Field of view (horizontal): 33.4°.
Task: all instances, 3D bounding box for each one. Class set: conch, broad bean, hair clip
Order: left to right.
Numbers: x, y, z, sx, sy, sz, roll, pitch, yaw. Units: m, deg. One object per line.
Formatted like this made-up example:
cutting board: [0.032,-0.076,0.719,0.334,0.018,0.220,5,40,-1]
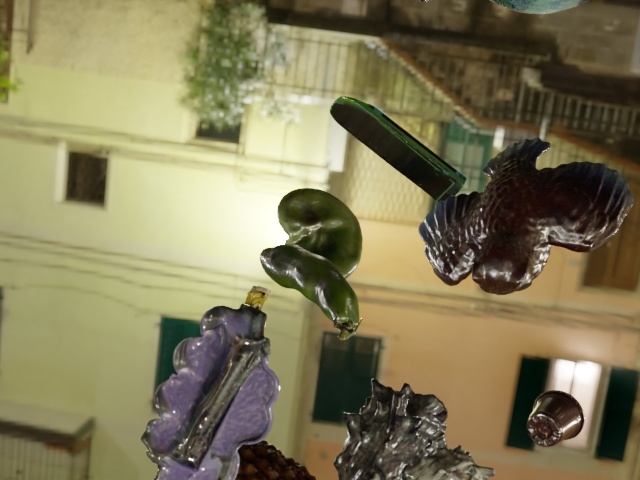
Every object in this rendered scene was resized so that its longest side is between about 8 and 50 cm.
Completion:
hair clip: [-0.096,0.157,1.018,0.124,0.195,0.052,27,173,-19]
broad bean: [-0.011,0.048,1.308,0.046,0.065,0.254,32,-178,-34]
broad bean: [-0.001,-0.001,1.909,0.153,0.206,0.072,-28,152,5]
conch: [0.141,0.357,1.611,0.241,0.313,0.186,-17,-172,3]

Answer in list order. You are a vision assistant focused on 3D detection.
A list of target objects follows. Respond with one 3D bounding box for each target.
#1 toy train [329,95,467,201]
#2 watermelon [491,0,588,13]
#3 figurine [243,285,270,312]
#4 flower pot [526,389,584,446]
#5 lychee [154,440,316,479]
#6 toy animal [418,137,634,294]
toy train: [0.106,-0.131,1.467,0.209,0.044,0.042,38,-153,1]
watermelon: [0.274,-0.481,1.550,0.188,0.322,0.175,-27,176,-3]
figurine: [-0.109,0.140,1.605,0.068,0.143,0.101,21,-166,-23]
flower pot: [0.462,0.365,2.131,0.111,0.111,0.089,15,-157,29]
lychee: [-0.116,0.374,1.419,0.271,0.236,0.236,6,-169,29]
toy animal: [0.178,-0.020,1.009,0.218,0.116,0.179,-11,-168,27]
